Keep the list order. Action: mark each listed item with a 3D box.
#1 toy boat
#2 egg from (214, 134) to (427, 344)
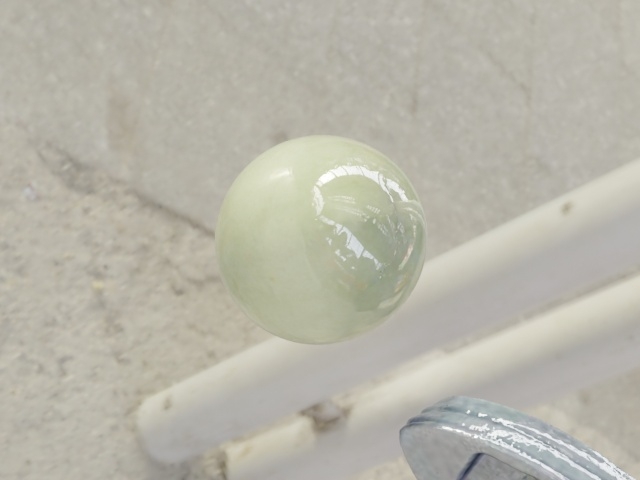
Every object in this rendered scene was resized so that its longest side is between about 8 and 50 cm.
[{"bbox_3d":[0.195,0.229,1.203,0.283,0.127,0.078,34,45,6],"label":"toy boat"},{"bbox_3d":[0.000,0.000,1.248,0.187,0.253,0.186,1,82,-9],"label":"egg"}]
